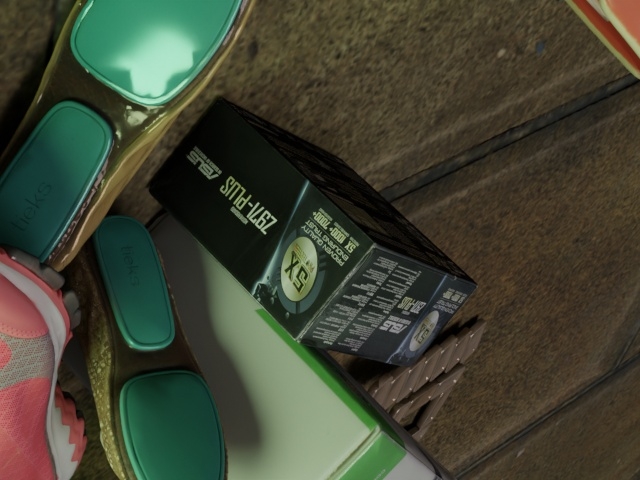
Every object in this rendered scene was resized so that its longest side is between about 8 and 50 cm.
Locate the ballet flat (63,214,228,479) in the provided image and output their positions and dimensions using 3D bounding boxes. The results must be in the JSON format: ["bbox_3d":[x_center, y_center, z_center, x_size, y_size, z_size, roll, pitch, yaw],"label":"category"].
[{"bbox_3d":[-0.106,0.084,0.805,0.073,0.206,0.067,2,148,-31],"label":"ballet flat"}]

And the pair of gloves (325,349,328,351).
[{"bbox_3d":[0.008,0.074,1.161,0.083,0.010,0.074,-49,154,7],"label":"pair of gloves"}]

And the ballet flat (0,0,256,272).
[{"bbox_3d":[-0.108,-0.080,0.722,0.232,0.080,0.073,-50,-178,14],"label":"ballet flat"}]

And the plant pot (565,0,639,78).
[{"bbox_3d":[0.247,-0.228,0.827,0.243,0.275,0.275,-42,155,10],"label":"plant pot"}]

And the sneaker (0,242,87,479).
[{"bbox_3d":[-0.193,0.103,0.724,0.314,0.116,0.136,88,15,-56],"label":"sneaker"}]

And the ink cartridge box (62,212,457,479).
[{"bbox_3d":[-0.029,0.130,0.956,0.121,0.211,0.289,-45,154,-2],"label":"ink cartridge box"}]

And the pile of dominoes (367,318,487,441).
[{"bbox_3d":[0.067,0.165,1.377,0.251,0.040,0.196,-23,147,-53],"label":"pile of dominoes"}]

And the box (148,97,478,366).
[{"bbox_3d":[0.000,0.000,0.887,0.077,0.147,0.180,-51,154,9],"label":"box"}]
